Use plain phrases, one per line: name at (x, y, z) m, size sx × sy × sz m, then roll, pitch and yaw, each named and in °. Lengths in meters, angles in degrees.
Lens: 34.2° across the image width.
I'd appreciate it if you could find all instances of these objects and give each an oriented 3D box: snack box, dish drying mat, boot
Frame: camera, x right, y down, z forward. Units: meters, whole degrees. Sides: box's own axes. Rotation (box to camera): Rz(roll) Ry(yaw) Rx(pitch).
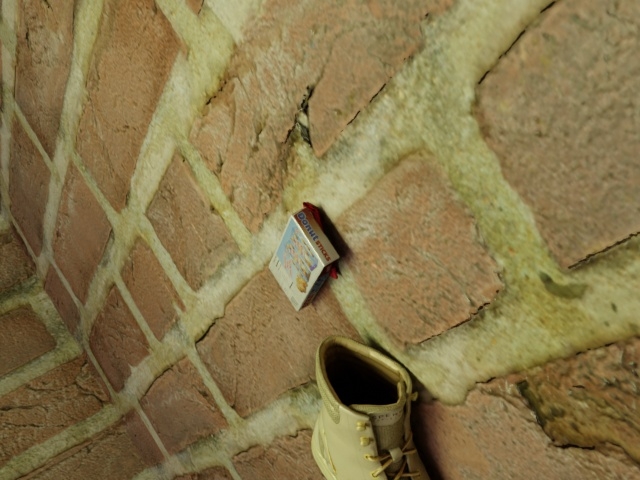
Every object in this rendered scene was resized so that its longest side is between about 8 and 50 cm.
snack box at (-0.021, 0.024, 1.117) m, size 0.064 × 0.022 × 0.178 m, roll 58°, pitch 162°, yaw 11°
dish drying mat at (0.000, 0.000, 1.080) m, size 0.032 × 0.008 × 0.083 m, roll 31°, pitch 145°, yaw 55°
boot at (0.079, 0.237, 1.091) m, size 0.262 × 0.095 × 0.203 m, roll 50°, pitch 154°, yaw 34°
